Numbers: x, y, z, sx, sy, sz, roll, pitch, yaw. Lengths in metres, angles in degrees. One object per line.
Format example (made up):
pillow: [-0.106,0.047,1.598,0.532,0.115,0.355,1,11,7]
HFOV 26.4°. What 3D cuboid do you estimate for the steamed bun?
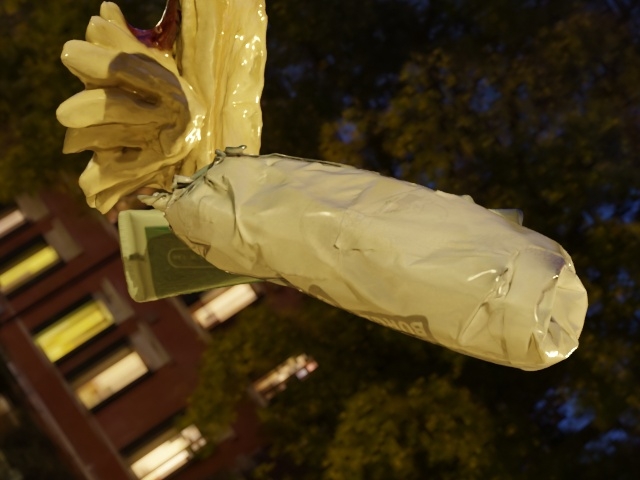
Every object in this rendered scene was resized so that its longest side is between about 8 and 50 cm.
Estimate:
steamed bun: [-0.185,-0.160,1.609,0.189,0.247,0.428,10,-56,11]

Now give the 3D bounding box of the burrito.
burrito: [0.024,-0.001,1.133,0.445,0.139,0.101,18,-48,35]

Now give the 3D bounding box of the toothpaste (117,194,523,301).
toothpaste: [0.000,0.000,1.321,0.061,0.392,0.098,-81,165,-68]
